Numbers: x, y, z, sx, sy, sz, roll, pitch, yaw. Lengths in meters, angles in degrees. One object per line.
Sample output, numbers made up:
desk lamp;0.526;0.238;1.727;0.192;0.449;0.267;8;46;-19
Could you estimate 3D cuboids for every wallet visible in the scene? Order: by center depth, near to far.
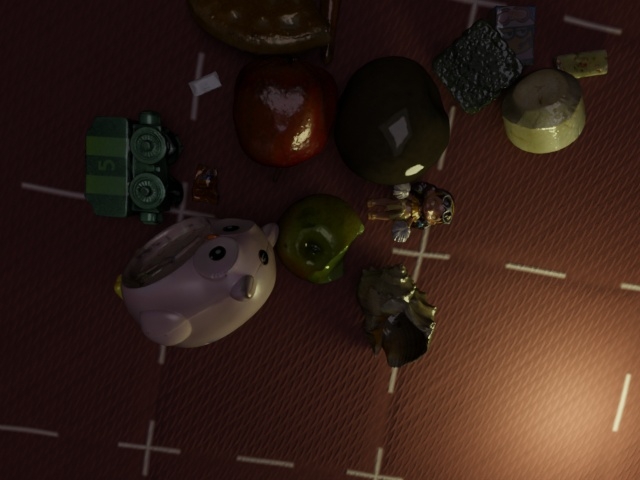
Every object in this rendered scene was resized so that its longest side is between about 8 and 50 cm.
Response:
wallet;-0.315;-0.427;1.352;0.083;0.011;0.044;-23;98;0

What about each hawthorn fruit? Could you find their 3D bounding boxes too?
hawthorn fruit;-0.097;-0.299;1.262;0.286;0.287;0.331;7;119;-4

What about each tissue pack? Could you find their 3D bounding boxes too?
tissue pack;0.520;-0.553;1.351;0.115;0.065;0.155;0;96;-3

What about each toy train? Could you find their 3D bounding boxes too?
toy train;-0.491;-0.191;1.302;0.238;0.167;0.299;3;96;2

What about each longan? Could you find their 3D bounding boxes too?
longan;0.182;-0.303;1.262;0.288;0.288;0.350;4;68;-3

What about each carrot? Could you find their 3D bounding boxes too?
carrot;0.023;-0.581;1.329;0.061;0.061;0.210;4;100;-3

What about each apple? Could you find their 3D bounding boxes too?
apple;0.000;0.000;1.317;0.246;0.226;0.246;0;99;-1

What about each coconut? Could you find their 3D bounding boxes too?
coconut;0.593;-0.336;1.317;0.202;0.222;0.202;-12;63;26

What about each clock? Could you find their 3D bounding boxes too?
clock;-0.281;0.102;1.245;0.376;0.368;0.251;-15;124;26

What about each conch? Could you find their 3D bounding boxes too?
conch;0.221;0.204;1.365;0.186;0.263;0.324;-28;135;-20

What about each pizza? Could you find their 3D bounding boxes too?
pizza;-0.154;-0.591;1.260;0.408;0.114;0.278;15;70;7

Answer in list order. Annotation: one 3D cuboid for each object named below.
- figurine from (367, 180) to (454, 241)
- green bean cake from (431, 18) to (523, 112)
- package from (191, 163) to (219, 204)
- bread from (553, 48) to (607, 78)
figurine;0.251;-0.090;1.373;0.239;0.116;0.175;-3;99;4
green bean cake;0.416;-0.452;1.306;0.183;0.094;0.185;-38;80;25
package;-0.317;-0.154;1.377;0.077;0.033;0.111;7;102;-13
bread;0.730;-0.492;1.388;0.153;0.028;0.068;-8;96;-3
